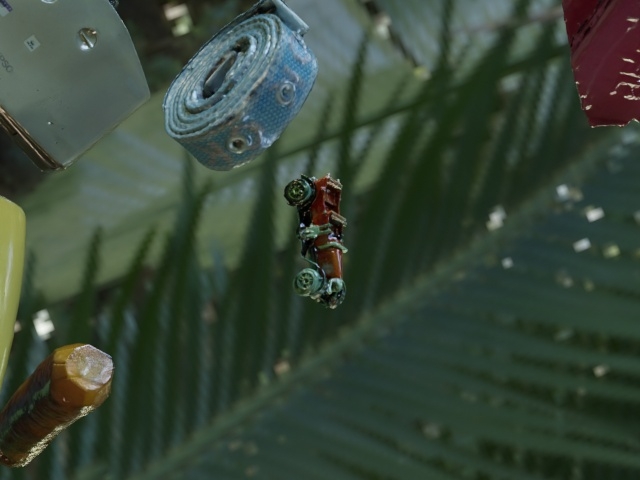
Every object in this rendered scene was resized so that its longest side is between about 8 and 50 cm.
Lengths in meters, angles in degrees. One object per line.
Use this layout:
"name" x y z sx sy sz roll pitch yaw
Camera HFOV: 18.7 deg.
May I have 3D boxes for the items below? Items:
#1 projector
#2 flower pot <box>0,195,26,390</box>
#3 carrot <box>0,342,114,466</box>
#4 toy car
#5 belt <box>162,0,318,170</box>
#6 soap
"projector" -0.323 -0.232 2.215 0.269 0.193 0.088 52 -18 -12
"flower pot" -0.336 0.066 1.612 0.195 0.195 0.179 85 -2 -65
"carrot" -0.266 0.164 1.899 0.260 0.070 0.070 -43 -113 55
"toy car" 0.000 0.000 2.115 0.073 0.054 0.143 31 49 -61
"belt" -0.080 -0.151 1.994 0.082 0.163 0.147 41 25 -39
"soap" 0.324 -0.216 1.907 0.250 0.162 0.099 121 -33 -53
